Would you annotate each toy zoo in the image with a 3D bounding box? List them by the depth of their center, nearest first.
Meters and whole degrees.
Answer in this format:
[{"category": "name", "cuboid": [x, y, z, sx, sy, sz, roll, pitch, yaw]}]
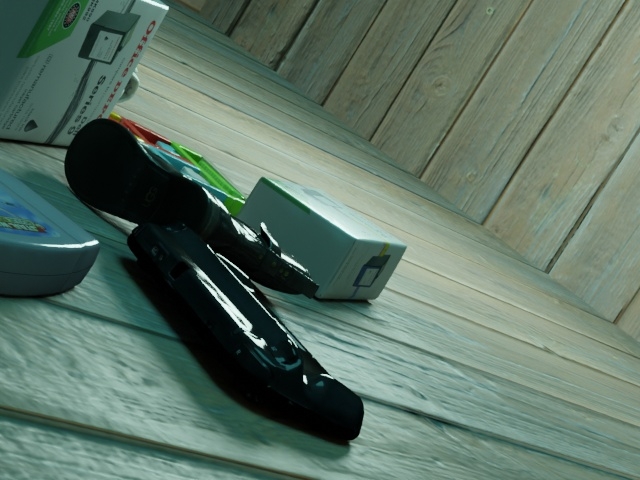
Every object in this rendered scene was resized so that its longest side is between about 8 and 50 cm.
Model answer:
[{"category": "toy zoo", "cuboid": [-0.226, -0.113, 2.113, 0.293, 0.030, 0.192, 25, 11, -39]}]

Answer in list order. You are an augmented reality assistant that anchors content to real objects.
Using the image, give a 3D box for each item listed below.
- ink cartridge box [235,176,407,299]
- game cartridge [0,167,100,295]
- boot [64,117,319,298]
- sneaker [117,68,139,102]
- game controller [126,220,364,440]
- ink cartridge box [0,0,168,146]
[{"category": "ink cartridge box", "cuboid": [0.000, 0.000, 2.070, 0.154, 0.093, 0.212, 34, 8, 19]}, {"category": "game cartridge", "cuboid": [-0.311, -0.028, 1.321, 0.198, 0.062, 0.297, 31, 8, 22]}, {"category": "boot", "cuboid": [-0.144, -0.023, 1.797, 0.263, 0.091, 0.229, 35, 1, 35]}, {"category": "sneaker", "cuboid": [-0.342, -0.268, 2.403, 0.152, 0.114, 0.305, 44, 10, -15]}, {"category": "game controller", "cuboid": [-0.074, 0.083, 1.537, 0.166, 0.067, 0.319, 43, 1, -37]}, {"category": "ink cartridge box", "cuboid": [-0.316, -0.228, 1.856, 0.121, 0.211, 0.289, 33, 9, 13]}]
